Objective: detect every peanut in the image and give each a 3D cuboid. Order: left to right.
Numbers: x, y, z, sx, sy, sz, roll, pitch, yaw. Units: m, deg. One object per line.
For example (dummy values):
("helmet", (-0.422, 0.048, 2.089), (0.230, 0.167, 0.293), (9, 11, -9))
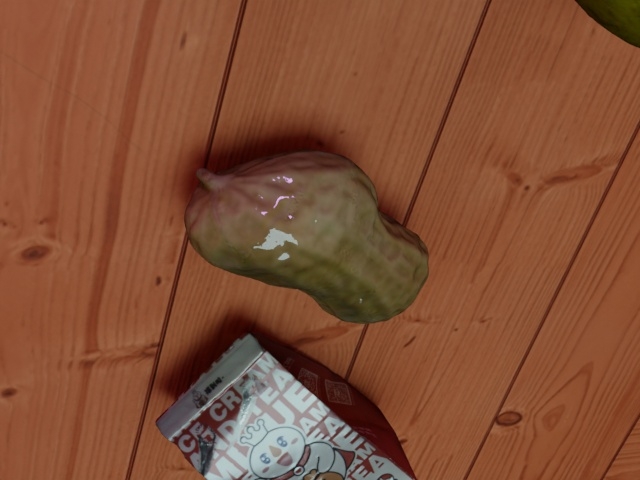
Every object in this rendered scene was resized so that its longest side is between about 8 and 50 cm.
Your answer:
("peanut", (0.004, -0.006, 1.147), (0.291, 0.143, 0.159), (26, 125, -38))

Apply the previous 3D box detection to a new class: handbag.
("handbag", (-0.042, 0.223, 1.329), (0.171, 0.151, 0.298), (-41, 124, 8))

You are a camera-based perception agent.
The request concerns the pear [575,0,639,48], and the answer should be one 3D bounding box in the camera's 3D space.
("pear", (0.326, -0.323, 0.887), (0.352, 0.352, 0.413), (-32, 131, 6))
